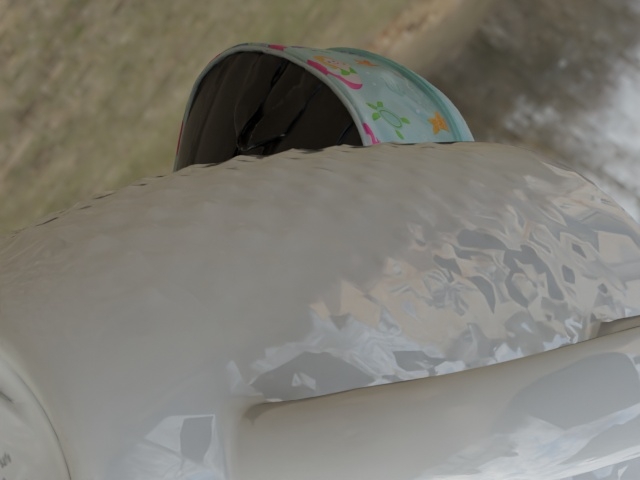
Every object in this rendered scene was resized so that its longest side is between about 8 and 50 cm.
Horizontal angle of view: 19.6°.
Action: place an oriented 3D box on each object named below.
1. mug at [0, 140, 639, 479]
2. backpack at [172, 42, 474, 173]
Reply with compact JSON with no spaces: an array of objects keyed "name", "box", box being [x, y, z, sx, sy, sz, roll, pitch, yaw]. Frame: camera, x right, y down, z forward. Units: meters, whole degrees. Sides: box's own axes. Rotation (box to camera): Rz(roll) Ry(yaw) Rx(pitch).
[{"name":"mug","box":[0.006,0.087,0.797,0.374,0.276,0.328,-16,173,43]},{"name":"backpack","box":[0.000,0.000,1.209,0.191,0.225,0.253,-6,114,-38]}]
